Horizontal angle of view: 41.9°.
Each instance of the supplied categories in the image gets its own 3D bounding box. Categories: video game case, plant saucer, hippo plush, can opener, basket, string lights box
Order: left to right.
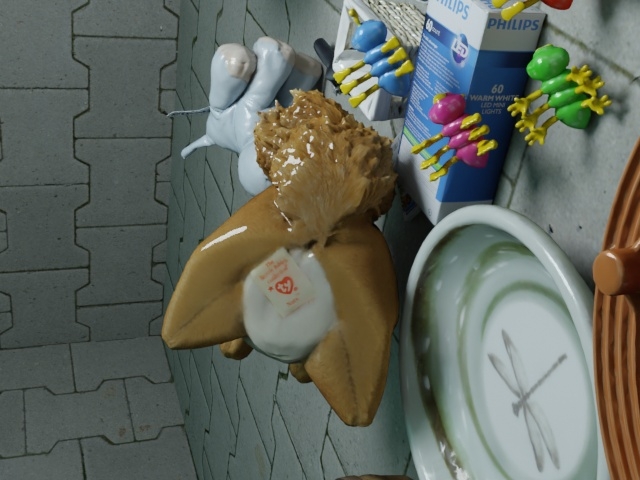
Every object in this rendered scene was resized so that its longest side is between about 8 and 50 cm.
[{"bbox_3d":[-0.102,-0.196,1.458,0.234,0.294,0.236,77,168,-56],"label":"hippo plush"},{"bbox_3d":[0.030,-0.290,1.387,0.059,0.073,0.186,53,-177,-32],"label":"can opener"},{"bbox_3d":[0.095,-0.244,1.119,0.167,0.103,0.113,-116,30,-49],"label":"basket"},{"bbox_3d":[0.128,-0.099,1.185,0.087,0.011,0.122,130,134,-61],"label":"video game case"},{"bbox_3d":[0.164,-0.161,0.978,0.133,0.077,0.259,-120,33,-51],"label":"string lights box"},{"bbox_3d":[0.207,0.160,0.872,0.400,0.101,0.400,176,90,-70],"label":"plant saucer"}]

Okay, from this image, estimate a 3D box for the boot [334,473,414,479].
[{"bbox_3d":[0.136,0.371,1.010,0.305,0.115,0.112,33,120,55],"label":"boot"}]

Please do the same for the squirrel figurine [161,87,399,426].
[{"bbox_3d":[0.000,0.000,1.150,0.370,0.281,0.396,-35,-40,-78],"label":"squirrel figurine"}]

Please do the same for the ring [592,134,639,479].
[{"bbox_3d":[0.186,0.060,0.261,0.337,0.032,0.336,177,90,-70],"label":"ring"}]

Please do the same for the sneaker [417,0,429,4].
[{"bbox_3d":[0.122,-0.414,1.036,0.153,0.094,0.235,108,152,-42],"label":"sneaker"}]

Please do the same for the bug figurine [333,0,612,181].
[{"bbox_3d":[0.158,-0.182,0.836,0.279,0.072,0.216,-23,100,36],"label":"bug figurine"}]
